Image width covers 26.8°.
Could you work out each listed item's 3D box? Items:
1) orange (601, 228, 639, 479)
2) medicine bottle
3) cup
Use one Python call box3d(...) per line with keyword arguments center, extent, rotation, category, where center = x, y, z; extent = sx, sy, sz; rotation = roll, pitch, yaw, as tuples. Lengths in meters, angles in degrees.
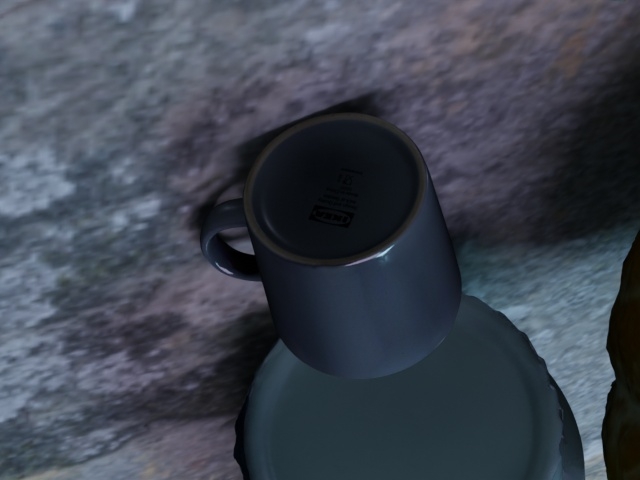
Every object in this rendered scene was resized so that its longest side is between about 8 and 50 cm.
box3d(center=(0.275, 0.061, 0.557), extent=(0.329, 0.329, 0.249), rotation=(-21, -175, -5), category="orange")
box3d(center=(0.058, 0.149, 0.698), extent=(0.158, 0.158, 0.318), rotation=(-23, 151, -2), category="medicine bottle")
box3d(center=(0.000, 0.000, 0.509), extent=(0.100, 0.078, 0.077), rotation=(4, 149, 15), category="cup")
